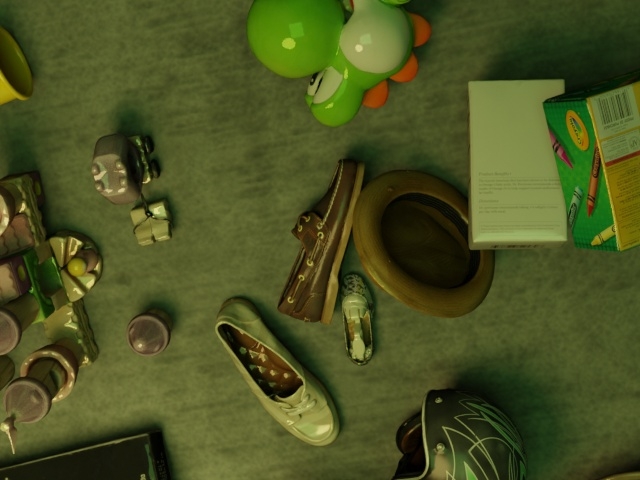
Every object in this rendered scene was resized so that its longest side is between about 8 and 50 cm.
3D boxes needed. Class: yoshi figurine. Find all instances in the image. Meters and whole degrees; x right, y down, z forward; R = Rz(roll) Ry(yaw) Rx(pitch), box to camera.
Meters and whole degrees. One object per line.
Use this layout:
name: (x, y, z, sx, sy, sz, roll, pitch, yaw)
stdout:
yoshi figurine: (0.039, -0.303, 1.368, 0.203, 0.203, 0.362, 30, 107, 15)

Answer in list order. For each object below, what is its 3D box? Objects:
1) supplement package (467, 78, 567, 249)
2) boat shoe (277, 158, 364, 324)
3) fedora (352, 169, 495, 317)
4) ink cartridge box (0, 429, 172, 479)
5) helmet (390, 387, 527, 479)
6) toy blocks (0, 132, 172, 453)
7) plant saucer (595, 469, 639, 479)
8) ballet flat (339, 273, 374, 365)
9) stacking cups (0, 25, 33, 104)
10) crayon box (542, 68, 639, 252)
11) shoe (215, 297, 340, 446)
supplement package: (0.216, -0.082, 1.409, 0.105, 0.105, 0.179, 0, 85, 5)
boat shoe: (0.000, 0.000, 1.491, 0.073, 0.073, 0.207, 14, 104, 0)
fedora: (0.108, 0.012, 1.465, 0.194, 0.194, 0.079, 45, 143, -6)
ink cartridge box: (-0.360, 0.366, 1.598, 0.370, 0.069, 0.176, -15, 84, 11)
helmet: (0.162, 0.259, 1.491, 0.169, 0.169, 0.161, 42, 120, -5)
toy blocks: (-0.331, 0.058, 1.442, 0.309, 0.260, 0.289, -13, 101, 9)
plant saucer: (0.403, 0.389, 1.533, 0.277, 0.041, 0.278, 6, 115, 12)
ballet flat: (0.045, 0.098, 1.527, 0.041, 0.041, 0.114, -5, 102, 7)
stacking cups: (-0.501, -0.155, 1.497, 0.316, 0.096, 0.096, -20, 100, 11)
crayon box: (0.386, -0.109, 1.357, 0.278, 0.081, 0.165, -20, 102, -23)
shoe: (-0.056, 0.169, 1.544, 0.076, 0.058, 0.219, -37, 97, 13)
